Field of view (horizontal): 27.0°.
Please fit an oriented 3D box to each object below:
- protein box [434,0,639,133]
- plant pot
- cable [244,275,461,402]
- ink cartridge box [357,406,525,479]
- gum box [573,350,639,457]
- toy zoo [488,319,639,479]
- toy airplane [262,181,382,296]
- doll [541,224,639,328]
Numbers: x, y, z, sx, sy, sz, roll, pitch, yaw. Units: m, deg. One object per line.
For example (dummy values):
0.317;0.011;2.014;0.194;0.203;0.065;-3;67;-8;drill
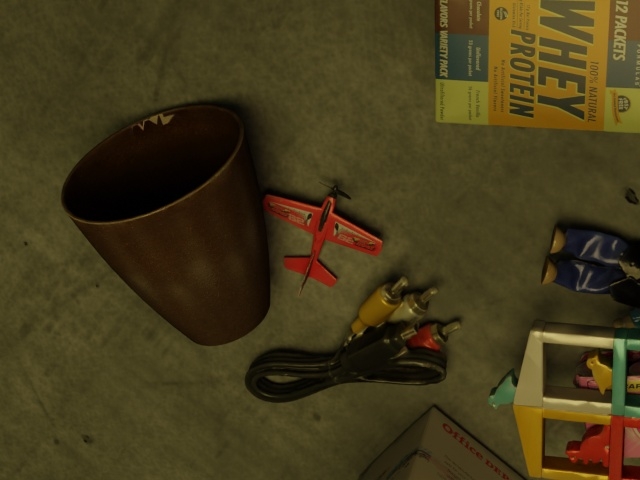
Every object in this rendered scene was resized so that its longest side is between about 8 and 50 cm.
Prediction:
0.227;-0.203;1.285;0.201;0.200;0.136;4;116;15;protein box
-0.145;0.000;1.516;0.215;0.215;0.230;-9;126;21;plant pot
0.043;0.138;1.607;0.287;0.072;0.139;-27;122;39;cable
0.123;0.353;1.565;0.171;0.233;0.168;40;122;-4;ink cartridge box
0.383;0.183;1.499;0.188;0.062;0.107;-4;113;20;gum box
0.331;0.184;1.461;0.293;0.030;0.192;4;116;17;toy zoo
0.000;0.000;1.552;0.151;0.028;0.151;8;116;16;toy airplane
0.339;0.041;1.455;0.189;0.046;0.129;13;109;4;doll
